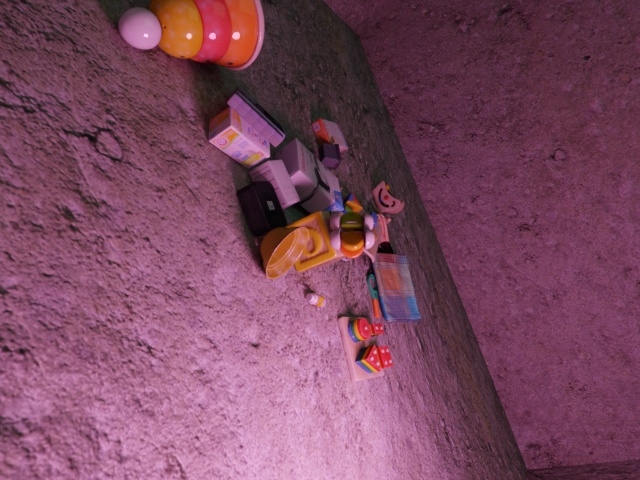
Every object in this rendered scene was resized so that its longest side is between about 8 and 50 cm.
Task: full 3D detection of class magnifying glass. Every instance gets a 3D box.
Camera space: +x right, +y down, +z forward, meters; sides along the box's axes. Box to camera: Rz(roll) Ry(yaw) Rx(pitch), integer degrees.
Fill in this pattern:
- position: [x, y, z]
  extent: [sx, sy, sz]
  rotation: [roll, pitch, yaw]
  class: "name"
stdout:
- position: [0.267, 0.274, 2.059]
  extent: [0.092, 0.026, 0.231]
  rotation: [35, 39, -44]
  class: "magnifying glass"

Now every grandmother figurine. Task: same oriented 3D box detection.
- position: [0.363, 0.021, 2.337]
  extent: [0.207, 0.104, 0.343]
  rotation: [13, 55, -46]
  class: "grandmother figurine"

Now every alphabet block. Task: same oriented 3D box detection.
- position: [0.000, 0.000, 1.635]
  extent: [0.197, 0.193, 0.193]
  rotation: [-9, 75, -60]
  class: "alphabet block"

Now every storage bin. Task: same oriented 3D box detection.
- position: [0.042, -0.444, 2.165]
  extent: [0.091, 0.098, 0.135]
  rotation: [10, 57, -25]
  class: "storage bin"
- position: [-0.208, -0.114, 1.482]
  extent: [0.122, 0.084, 0.180]
  rotation: [-14, 80, -62]
  class: "storage bin"

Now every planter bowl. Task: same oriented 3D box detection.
- position: [-0.144, 0.022, 1.432]
  extent: [0.090, 0.217, 0.217]
  rotation: [35, 21, 20]
  class: "planter bowl"

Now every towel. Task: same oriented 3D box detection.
- position: [0.395, 0.242, 2.153]
  extent: [0.271, 0.040, 0.370]
  rotation: [5, 66, -39]
  class: "towel"

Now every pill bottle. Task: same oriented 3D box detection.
- position: [-0.019, 0.227, 1.583]
  extent: [0.083, 0.043, 0.043]
  rotation: [29, 45, -48]
  class: "pill bottle"

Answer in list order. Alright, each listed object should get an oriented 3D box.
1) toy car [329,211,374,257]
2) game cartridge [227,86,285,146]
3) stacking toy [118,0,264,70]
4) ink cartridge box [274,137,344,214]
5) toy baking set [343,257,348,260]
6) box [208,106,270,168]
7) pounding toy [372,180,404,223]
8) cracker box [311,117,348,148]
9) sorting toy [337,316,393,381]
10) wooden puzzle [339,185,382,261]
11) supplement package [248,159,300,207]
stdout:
- position: [0.114, -0.017, 1.516]
  extent: [0.136, 0.159, 0.182]
  rotation: [87, 4, -52]
  class: "toy car"
- position: [-0.237, -0.473, 1.557]
  extent: [0.230, 0.068, 0.355]
  rotation: [36, 14, -21]
  class: "game cartridge"
- position: [-0.460, -0.731, 1.392]
  extent: [0.480, 0.350, 0.351]
  rotation: [-36, 100, -42]
  class: "stacking toy"
- position: [-0.048, -0.255, 1.789]
  extent: [0.307, 0.129, 0.223]
  rotation: [37, 33, -39]
  class: "ink cartridge box"
- position: [0.066, 0.000, 1.901]
  extent: [0.256, 0.030, 0.197]
  rotation: [0, 76, -48]
  class: "toy baking set"
- position: [-0.292, -0.370, 1.500]
  extent: [0.203, 0.114, 0.103]
  rotation: [33, 41, -48]
  class: "box"
- position: [0.415, -0.245, 2.564]
  extent: [0.154, 0.154, 0.270]
  rotation: [11, 59, -57]
  class: "pounding toy"
- position: [0.055, -0.579, 2.302]
  extent: [0.232, 0.067, 0.156]
  rotation: [-10, 78, -60]
  class: "cracker box"
- position: [0.200, 0.444, 1.742]
  extent: [0.255, 0.089, 0.257]
  rotation: [17, 55, -54]
  class: "sorting toy"
- position: [0.199, -0.101, 2.109]
  extent: [0.348, 0.080, 0.322]
  rotation: [45, 33, -13]
  class: "wooden puzzle"
- position: [-0.175, -0.207, 1.585]
  extent: [0.105, 0.105, 0.179]
  rotation: [-26, 92, -61]
  class: "supplement package"
